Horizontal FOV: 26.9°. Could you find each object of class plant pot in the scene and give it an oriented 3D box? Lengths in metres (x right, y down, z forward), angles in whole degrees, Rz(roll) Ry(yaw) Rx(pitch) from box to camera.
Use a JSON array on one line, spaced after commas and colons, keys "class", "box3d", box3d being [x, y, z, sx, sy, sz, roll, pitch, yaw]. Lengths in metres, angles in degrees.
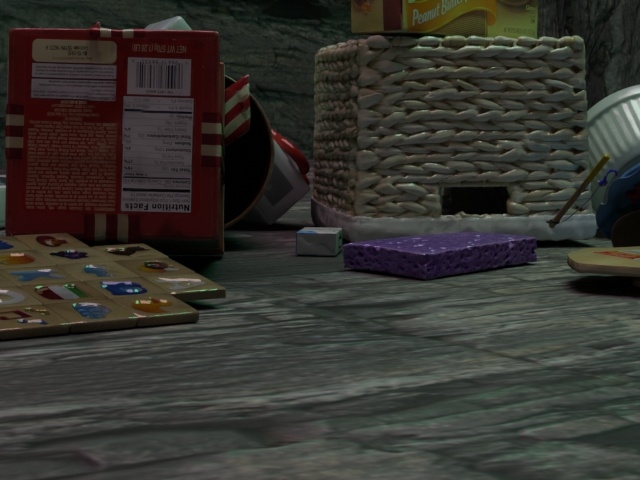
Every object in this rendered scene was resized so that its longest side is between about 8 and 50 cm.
[{"class": "plant pot", "box3d": [-0.178, -0.087, 1.723, 0.215, 0.215, 0.230, 0, -11, -8]}]

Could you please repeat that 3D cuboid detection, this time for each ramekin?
[{"class": "ramekin", "box3d": [0.452, -0.104, 1.843, 0.207, 0.207, 0.109, 0, 43, -9]}]

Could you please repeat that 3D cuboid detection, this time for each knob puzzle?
[{"class": "knob puzzle", "box3d": [0.333, 0.031, 1.338, 0.213, 0.030, 0.213, 1, 6, 0]}]

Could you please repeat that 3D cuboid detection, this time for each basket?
[{"class": "basket", "box3d": [0.167, -0.136, 1.811, 0.328, 0.266, 0.331, -1, 5, -10]}]

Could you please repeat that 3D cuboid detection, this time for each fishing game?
[{"class": "fishing game", "box3d": [0.416, -0.040, 1.566, 0.264, 0.041, 0.189, 10, -38, -24]}]

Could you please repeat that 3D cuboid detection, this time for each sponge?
[{"class": "sponge", "box3d": [0.135, 0.014, 1.476, 0.117, 0.031, 0.210, 6, 9, 42]}]

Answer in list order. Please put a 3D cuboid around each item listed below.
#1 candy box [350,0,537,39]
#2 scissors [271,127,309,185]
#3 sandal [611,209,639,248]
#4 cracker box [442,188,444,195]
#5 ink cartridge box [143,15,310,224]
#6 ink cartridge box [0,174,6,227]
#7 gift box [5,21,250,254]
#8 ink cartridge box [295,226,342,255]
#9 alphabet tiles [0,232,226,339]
[{"class": "candy box", "box3d": [0.168, -0.356, 1.745, 0.087, 0.183, 0.316, 3, 6, 41]}, {"class": "scissors", "box3d": [-0.116, -0.190, 1.915, 0.021, 0.297, 0.109, -43, -2, -12]}, {"class": "sandal", "box3d": [0.459, -0.014, 1.528, 0.240, 0.088, 0.079, -4, 0, 22]}, {"class": "cracker box", "box3d": [0.198, -0.169, 2.253, 0.067, 0.232, 0.155, 7, 8, 43]}, {"class": "ink cartridge box", "box3d": [-0.199, -0.174, 1.996, 0.091, 0.308, 0.385, -43, 18, -13]}, {"class": "ink cartridge box", "box3d": [-0.539, -0.056, 1.911, 0.261, 0.066, 0.296, 5, 7, 28]}, {"class": "gift box", "box3d": [-0.206, -0.117, 1.471, 0.255, 0.276, 0.258, 5, -5, -4]}, {"class": "ink cartridge box", "box3d": [0.000, 0.000, 1.601, 0.048, 0.028, 0.083, 2, 6, 7]}, {"class": "alphabet tiles", "box3d": [-0.269, 0.036, 1.148, 0.342, 0.011, 0.285, -4, 15, -33]}]
